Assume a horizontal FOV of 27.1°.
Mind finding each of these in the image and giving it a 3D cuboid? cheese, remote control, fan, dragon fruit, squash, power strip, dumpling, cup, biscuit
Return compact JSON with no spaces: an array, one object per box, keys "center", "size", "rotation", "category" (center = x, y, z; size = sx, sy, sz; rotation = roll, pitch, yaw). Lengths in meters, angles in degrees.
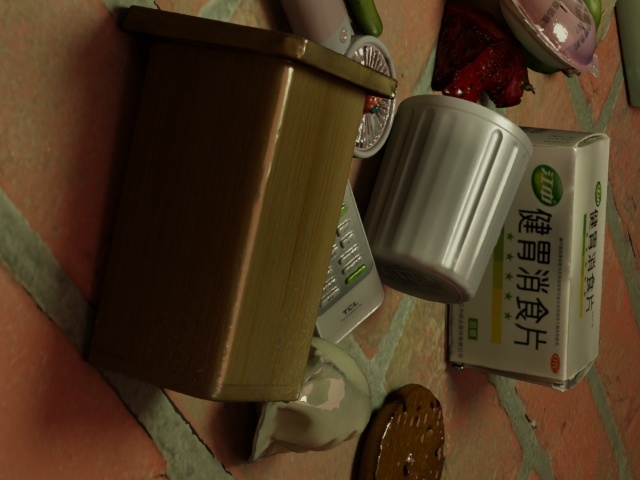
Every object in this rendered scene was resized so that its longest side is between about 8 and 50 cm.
[{"center":[0.256,-0.309,1.659],"size":[0.286,0.074,0.189],"rotation":[40,29,-19],"category":"cheese"},{"center":[0.000,0.000,1.412],"size":[0.103,0.034,0.250],"rotation":[-39,132,-25],"category":"remote control"},{"center":[0.013,-0.192,1.378],"size":[0.130,0.074,0.244],"rotation":[-60,143,-33],"category":"fan"},{"center":[0.225,-0.216,1.717],"size":[0.192,0.092,0.123],"rotation":[41,62,-55],"category":"dragon fruit"},{"center":[0.049,-0.256,1.472],"size":[0.027,0.027,0.083],"rotation":[-62,144,-32],"category":"squash"},{"center":[0.546,-0.382,2.266],"size":[0.091,0.062,0.385],"rotation":[-55,140,-39],"category":"power strip"},{"center":[-0.019,0.179,1.388],"size":[0.155,0.111,0.181],"rotation":[-41,131,-6],"category":"dumpling"},{"center":[0.150,-0.033,1.560],"size":[0.221,0.166,0.202],"rotation":[42,64,-50],"category":"cup"},{"center":[0.102,0.286,1.674],"size":[0.212,0.036,0.212],"rotation":[-23,117,-56],"category":"biscuit"}]

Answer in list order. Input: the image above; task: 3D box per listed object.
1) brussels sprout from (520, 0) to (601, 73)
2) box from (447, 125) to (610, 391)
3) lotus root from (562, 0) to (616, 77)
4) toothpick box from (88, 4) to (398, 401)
[{"center":[0.316,-0.305,1.819],"size":[0.117,0.155,0.155],"rotation":[2,95,-26],"category":"brussels sprout"},{"center":[0.277,0.018,1.777],"size":[0.145,0.173,0.333],"rotation":[-19,113,-57],"category":"box"},{"center":[0.389,-0.391,1.906],"size":[0.167,0.078,0.329],"rotation":[-49,158,-44],"category":"lotus root"},{"center":[-0.079,-0.025,1.163],"size":[0.187,0.190,0.308],"rotation":[11,92,-60],"category":"toothpick box"}]
